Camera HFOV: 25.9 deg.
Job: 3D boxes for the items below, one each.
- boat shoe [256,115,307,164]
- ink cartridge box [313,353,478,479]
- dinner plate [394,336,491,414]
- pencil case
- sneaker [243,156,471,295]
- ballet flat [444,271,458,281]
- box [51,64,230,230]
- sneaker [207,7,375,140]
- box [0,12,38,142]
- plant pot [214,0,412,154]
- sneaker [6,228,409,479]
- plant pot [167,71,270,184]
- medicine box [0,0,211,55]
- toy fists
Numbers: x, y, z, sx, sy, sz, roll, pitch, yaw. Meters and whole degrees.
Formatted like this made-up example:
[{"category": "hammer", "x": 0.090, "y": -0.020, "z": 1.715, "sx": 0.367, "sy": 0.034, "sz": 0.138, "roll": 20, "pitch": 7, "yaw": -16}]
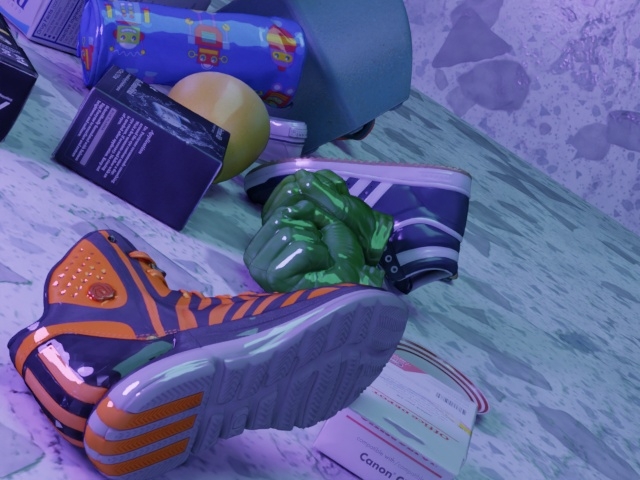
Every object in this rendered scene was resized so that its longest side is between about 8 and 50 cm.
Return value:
[{"category": "boat shoe", "x": -0.125, "y": -0.135, "z": 1.797, "sx": 0.226, "sy": 0.075, "sz": 0.083, "roll": 15, "pitch": 9, "yaw": 31}, {"category": "ink cartridge box", "x": 0.065, "y": 0.163, "z": 1.188, "sx": 0.115, "sy": 0.067, "sz": 0.198, "roll": 32, "pitch": 13, "yaw": 4}, {"category": "dinner plate", "x": 0.118, "y": 0.145, "z": 1.470, "sx": 0.141, "sy": 0.017, "sz": 0.141, "roll": 30, "pitch": 15, "yaw": -9}, {"category": "pencil case", "x": -0.170, "y": -0.247, "z": 1.826, "sx": 0.306, "sy": 0.119, "sz": 0.133, "roll": 4, "pitch": -7, "yaw": -24}, {"category": "sneaker", "x": 0.040, "y": -0.015, "z": 1.699, "sx": 0.282, "sy": 0.153, "sz": 0.099, "roll": 2, "pitch": -14, "yaw": 8}, {"category": "ballet flat", "x": 0.119, "y": -0.011, "z": 1.905, "sx": 0.206, "sy": 0.067, "sz": 0.073, "roll": 26, "pitch": 14, "yaw": -25}, {"category": "box", "x": -0.190, "y": -0.104, "z": 1.511, "sx": 0.158, "sy": 0.093, "sz": 0.156, "roll": 31, "pitch": 14, "yaw": -9}, {"category": "sneaker", "x": -0.048, "y": -0.273, "z": 2.314, "sx": 0.350, "sy": 0.131, "sz": 0.148, "roll": 25, "pitch": 11, "yaw": -27}, {"category": "box", "x": -0.503, "y": -0.263, "z": 1.379, "sx": 0.395, "sy": 0.097, "sz": 0.318, "roll": 22, "pitch": 19, "yaw": -36}, {"category": "plant pot", "x": -0.005, "y": -0.277, "z": 2.088, "sx": 0.248, "sy": 0.247, "sz": 0.252, "roll": -34, "pitch": 98, "yaw": -42}, {"category": "sneaker", "x": -0.084, "y": 0.055, "z": 1.024, "sx": 0.321, "sy": 0.124, "sz": 0.180, "roll": -9, "pitch": 39, "yaw": -48}, {"category": "plant pot", "x": -0.134, "y": -0.119, "z": 1.646, "sx": 0.134, "sy": 0.134, "sz": 0.095, "roll": 30, "pitch": 35, "yaw": -8}, {"category": "medicine box", "x": -0.353, "y": -0.378, "z": 1.986, "sx": 0.263, "sy": 0.149, "sz": 0.289, "roll": 41, "pitch": 16, "yaw": 32}, {"category": "toy fists", "x": 0.000, "y": 0.000, "z": 1.513, "sx": 0.142, "sy": 0.096, "sz": 0.279, "roll": 25, "pitch": 24, "yaw": -4}]
